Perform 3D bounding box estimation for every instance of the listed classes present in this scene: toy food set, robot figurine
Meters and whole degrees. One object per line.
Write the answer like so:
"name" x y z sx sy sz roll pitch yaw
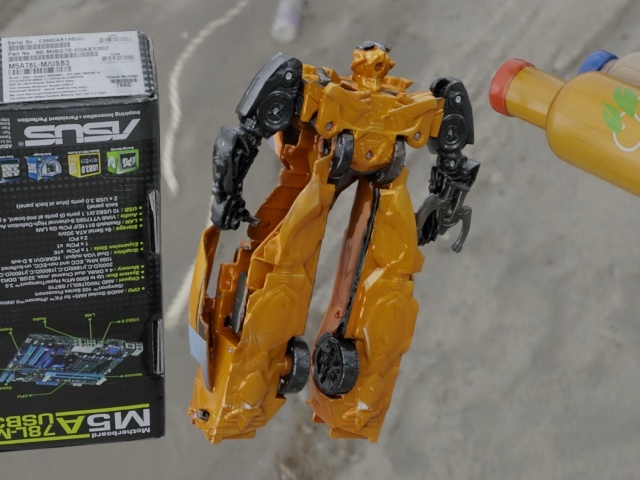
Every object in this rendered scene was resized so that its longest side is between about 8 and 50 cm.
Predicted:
"toy food set" 0.183 -0.109 0.638 0.104 0.111 0.232 30 81 35
"robot figurine" 0.000 0.000 1.057 0.211 0.291 0.085 5 15 -31

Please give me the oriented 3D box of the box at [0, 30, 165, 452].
"box" -0.153 0.011 0.561 0.191 0.184 0.045 -5 46 -8
